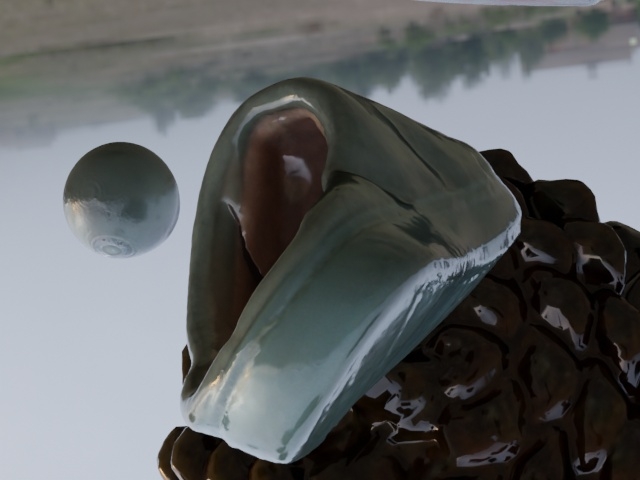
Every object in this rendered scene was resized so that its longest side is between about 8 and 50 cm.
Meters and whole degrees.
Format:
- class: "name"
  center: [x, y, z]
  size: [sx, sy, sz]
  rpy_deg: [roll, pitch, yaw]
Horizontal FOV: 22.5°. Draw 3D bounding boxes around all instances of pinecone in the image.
- class: "pinecone"
  center: [0.106, 0.151, 1.098]
  size: [0.397, 0.398, 0.398]
  rpy_deg: [-7, -174, 1]

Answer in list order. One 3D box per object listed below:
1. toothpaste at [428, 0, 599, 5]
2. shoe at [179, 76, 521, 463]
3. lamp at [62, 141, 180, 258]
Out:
- class: "toothpaste"
  center: [0.092, -0.202, 1.188]
  size: [0.323, 0.066, 0.100]
  rpy_deg: [2, -177, 26]
- class: "shoe"
  center: [0.000, 0.000, 0.540]
  size: [0.103, 0.100, 0.251]
  rpy_deg: [-47, 177, 12]
- class: "lamp"
  center: [-0.174, -0.034, 1.412]
  size: [0.105, 0.105, 0.105]
  rpy_deg: [-7, -174, 1]
